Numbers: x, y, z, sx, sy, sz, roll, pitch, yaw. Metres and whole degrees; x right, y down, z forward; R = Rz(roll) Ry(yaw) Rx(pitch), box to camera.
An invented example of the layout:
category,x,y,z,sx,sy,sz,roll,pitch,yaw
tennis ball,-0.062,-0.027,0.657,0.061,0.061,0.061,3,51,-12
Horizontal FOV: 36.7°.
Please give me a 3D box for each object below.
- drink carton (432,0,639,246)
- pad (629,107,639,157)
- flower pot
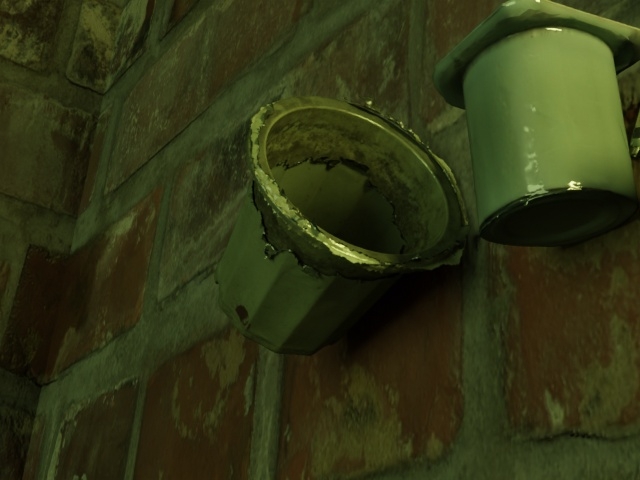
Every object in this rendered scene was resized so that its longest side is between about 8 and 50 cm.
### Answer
category,x,y,z,sx,sy,sz,roll,pitch,yaw
drink carton,0.226,-0.101,0.960,0.191,0.186,0.189,-36,55,54
pad,0.399,-0.157,0.871,0.265,0.009,0.159,1,71,58
flower pot,0.000,0.000,1.177,0.259,0.291,0.290,-56,30,38
